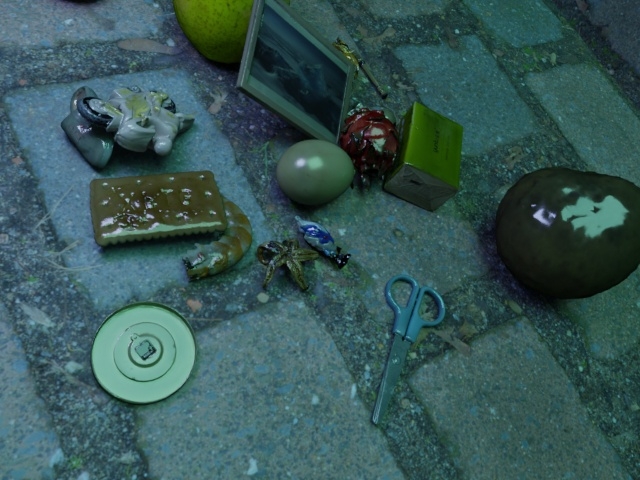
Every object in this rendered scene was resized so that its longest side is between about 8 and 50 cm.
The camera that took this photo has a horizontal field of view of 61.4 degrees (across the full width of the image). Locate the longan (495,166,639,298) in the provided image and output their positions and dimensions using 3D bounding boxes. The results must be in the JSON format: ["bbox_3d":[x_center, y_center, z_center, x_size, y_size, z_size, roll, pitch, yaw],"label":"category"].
[{"bbox_3d":[0.761,-0.021,1.657,0.435,0.404,0.404,8,57,7],"label":"longan"}]

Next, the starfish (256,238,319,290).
[{"bbox_3d":[-0.076,0.063,1.451,0.189,0.074,0.147,-6,60,-28],"label":"starfish"}]

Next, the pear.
[{"bbox_3d":[-0.268,-0.746,1.629,0.390,0.391,0.392,10,60,-18],"label":"pear"}]

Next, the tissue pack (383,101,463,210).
[{"bbox_3d":[0.337,-0.272,1.748,0.200,0.167,0.275,23,56,-14],"label":"tissue pack"}]

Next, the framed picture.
[{"bbox_3d":[-0.053,-0.489,1.601,0.446,0.028,0.327,23,70,-47],"label":"framed picture"}]

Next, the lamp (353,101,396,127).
[{"bbox_3d":[0.178,-0.418,1.820,0.163,0.091,0.091,39,54,17],"label":"lamp"}]

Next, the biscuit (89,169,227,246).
[{"bbox_3d":[-0.412,-0.092,1.370,0.324,0.044,0.217,-7,56,-20],"label":"biscuit"}]

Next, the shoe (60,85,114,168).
[{"bbox_3d":[-0.612,-0.301,1.393,0.100,0.103,0.251,4,53,-50],"label":"shoe"}]

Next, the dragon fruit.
[{"bbox_3d":[0.150,-0.287,1.665,0.192,0.192,0.274,-4,80,-37],"label":"dragon fruit"}]

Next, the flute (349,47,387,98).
[{"bbox_3d":[0.172,-0.609,1.951,0.027,0.027,0.233,-23,74,-31],"label":"flute"}]

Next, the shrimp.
[{"bbox_3d":[-0.270,-0.030,1.417,0.185,0.068,0.287,3,61,-20],"label":"shrimp"}]

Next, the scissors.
[{"bbox_3d":[0.217,0.293,1.471,0.192,0.029,0.447,30,55,-5],"label":"scissors"}]

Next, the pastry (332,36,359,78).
[{"bbox_3d":[0.019,-0.607,1.838,0.249,0.102,0.154,-4,61,-23],"label":"pastry"}]

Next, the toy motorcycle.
[{"bbox_3d":[-0.457,-0.314,1.421,0.223,0.108,0.341,42,28,1],"label":"toy motorcycle"}]

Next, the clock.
[{"bbox_3d":[-0.399,0.253,1.229,0.234,0.029,0.235,10,60,-18],"label":"clock"}]

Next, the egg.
[{"bbox_3d":[-0.012,-0.195,1.547,0.241,0.186,0.186,-4,65,-31],"label":"egg"}]

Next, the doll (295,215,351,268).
[{"bbox_3d":[0.000,0.000,1.520,0.195,0.070,0.096,42,25,0],"label":"doll"}]
